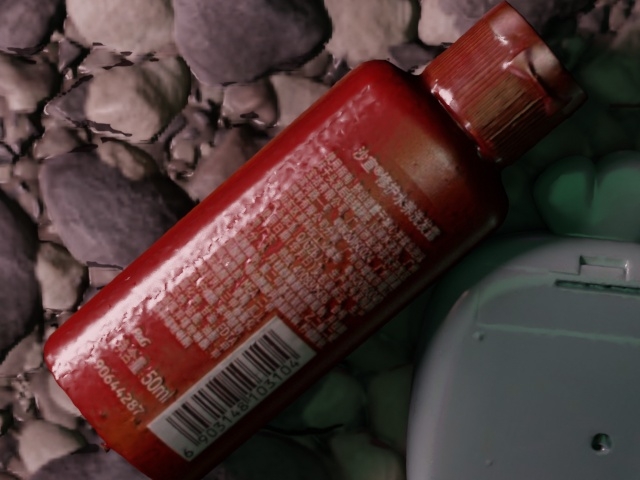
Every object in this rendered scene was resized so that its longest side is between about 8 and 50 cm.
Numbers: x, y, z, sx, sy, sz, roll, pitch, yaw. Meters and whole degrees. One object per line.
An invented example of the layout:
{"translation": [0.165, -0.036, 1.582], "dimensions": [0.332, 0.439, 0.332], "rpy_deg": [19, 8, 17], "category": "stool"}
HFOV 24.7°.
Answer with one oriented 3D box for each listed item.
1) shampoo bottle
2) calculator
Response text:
{"translation": [0.000, 0.000, 0.783], "dimensions": [0.314, 0.076, 0.118], "rpy_deg": [-41, 98, 9], "category": "shampoo bottle"}
{"translation": [0.143, 0.095, 0.820], "dimensions": [0.185, 0.041, 0.299], "rpy_deg": [7, 104, -1], "category": "calculator"}
